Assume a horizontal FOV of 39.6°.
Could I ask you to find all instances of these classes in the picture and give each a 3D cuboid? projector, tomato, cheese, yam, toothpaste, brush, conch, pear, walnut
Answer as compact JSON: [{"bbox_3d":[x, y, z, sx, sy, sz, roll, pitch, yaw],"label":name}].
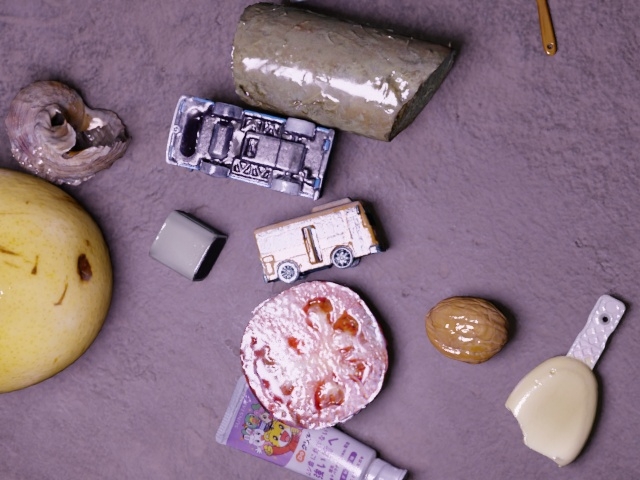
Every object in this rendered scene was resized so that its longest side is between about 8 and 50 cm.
[{"bbox_3d":[-0.204,0.008,1.371,0.082,0.083,0.083,30,94,8],"label":"projector"},{"bbox_3d":[-0.006,0.170,1.336,0.225,0.085,0.225,0,82,3],"label":"tomato"},{"bbox_3d":[0.366,0.195,1.298,0.127,0.050,0.255,27,92,10],"label":"cheese"},{"bbox_3d":[0.030,-0.244,1.300,0.304,0.168,0.168,17,92,9],"label":"yam"},{"bbox_3d":[-0.015,0.314,1.352,0.299,0.073,0.114,22,92,16],"label":"toothpaste"},{"bbox_3d":[0.330,-0.359,1.327,0.043,0.014,0.170,-10,88,10],"label":"brush"},{"bbox_3d":[-0.382,-0.161,1.354,0.178,0.245,0.163,-15,112,-18],"label":"conch"},{"bbox_3d":[-0.485,0.058,1.303,0.348,0.348,0.348,0,89,9],"label":"pear"},{"bbox_3d":[0.213,0.128,1.300,0.124,0.105,0.105,18,92,12],"label":"walnut"}]

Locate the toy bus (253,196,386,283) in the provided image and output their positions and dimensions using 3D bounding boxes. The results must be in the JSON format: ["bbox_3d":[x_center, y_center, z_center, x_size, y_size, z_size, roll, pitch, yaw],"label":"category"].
[{"bbox_3d":[0.000,0.000,1.337,0.182,0.091,0.103,-15,87,10],"label":"toy bus"}]

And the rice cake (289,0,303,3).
[{"bbox_3d":[0.063,-0.410,1.350,0.256,0.052,0.057,-8,85,9],"label":"rice cake"}]

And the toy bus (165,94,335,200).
[{"bbox_3d":[-0.100,-0.137,1.332,0.234,0.133,0.116,14,94,4],"label":"toy bus"}]
